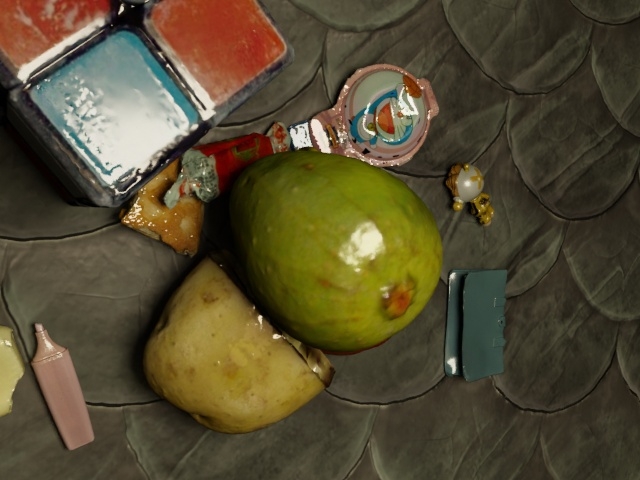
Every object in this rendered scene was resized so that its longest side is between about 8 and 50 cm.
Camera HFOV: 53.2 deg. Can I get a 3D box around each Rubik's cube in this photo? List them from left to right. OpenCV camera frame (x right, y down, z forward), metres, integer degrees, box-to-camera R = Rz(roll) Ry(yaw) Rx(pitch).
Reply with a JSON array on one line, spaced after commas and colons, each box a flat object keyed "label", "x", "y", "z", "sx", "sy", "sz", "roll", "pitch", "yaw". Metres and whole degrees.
[{"label": "Rubik's cube", "x": -0.278, "y": -0.251, "z": 0.819, "sx": 0.318, "sy": 0.316, "sz": 0.313, "roll": -42, "pitch": 111, "yaw": -19}]

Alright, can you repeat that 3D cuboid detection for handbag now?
[{"label": "handbag", "x": 0.322, "y": 0.168, "z": 1.298, "sx": 0.144, "sy": 0.057, "sz": 0.221, "roll": -1, "pitch": 91, "yaw": -35}]

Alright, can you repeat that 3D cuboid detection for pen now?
[{"label": "pen", "x": -0.385, "y": 0.212, "z": 0.940, "sx": 0.053, "sy": 0.032, "sz": 0.197, "roll": -19, "pitch": 103, "yaw": -25}]

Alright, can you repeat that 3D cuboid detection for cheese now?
[{"label": "cheese", "x": -0.527, "y": 0.212, "z": 0.856, "sx": 0.255, "sy": 0.050, "sz": 0.127, "roll": -22, "pitch": 104, "yaw": -23}, {"label": "cheese", "x": 0.081, "y": -0.208, "z": 1.142, "sx": 0.285, "sy": 0.074, "sz": 0.189, "roll": -23, "pitch": 101, "yaw": -11}]

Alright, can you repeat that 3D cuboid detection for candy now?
[{"label": "candy", "x": -0.140, "y": -0.121, "z": 1.002, "sx": 0.292, "sy": 0.059, "sz": 0.086, "roll": -30, "pitch": 121, "yaw": -46}]

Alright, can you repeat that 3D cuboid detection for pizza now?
[{"label": "pizza", "x": -0.241, "y": -0.053, "z": 0.973, "sx": 0.161, "sy": 0.062, "sz": 0.182, "roll": -30, "pitch": 117, "yaw": -50}]

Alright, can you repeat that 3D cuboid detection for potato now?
[{"label": "potato", "x": -0.142, "y": 0.177, "z": 0.973, "sx": 0.242, "sy": 0.242, "sz": 0.285, "roll": -48, "pitch": 121, "yaw": -18}]

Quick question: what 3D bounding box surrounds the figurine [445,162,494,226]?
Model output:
[{"label": "figurine", "x": 0.300, "y": -0.088, "z": 1.265, "sx": 0.101, "sy": 0.068, "sz": 0.143, "roll": -30, "pitch": 106, "yaw": -41}]

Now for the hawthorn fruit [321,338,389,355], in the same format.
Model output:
[{"label": "hawthorn fruit", "x": 0.046, "y": 0.113, "z": 1.082, "sx": 0.251, "sy": 0.189, "sz": 0.190, "roll": 39, "pitch": 74, "yaw": -38}]

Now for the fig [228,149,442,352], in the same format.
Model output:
[{"label": "fig", "x": 0.000, "y": 0.000, "z": 0.883, "sx": 0.258, "sy": 0.326, "sz": 0.258, "roll": -33, "pitch": 142, "yaw": -31}]

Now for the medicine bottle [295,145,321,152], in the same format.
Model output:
[{"label": "medicine bottle", "x": 0.026, "y": -0.057, "z": 1.092, "sx": 0.212, "sy": 0.121, "sz": 0.122, "roll": 34, "pitch": 77, "yaw": -25}]
